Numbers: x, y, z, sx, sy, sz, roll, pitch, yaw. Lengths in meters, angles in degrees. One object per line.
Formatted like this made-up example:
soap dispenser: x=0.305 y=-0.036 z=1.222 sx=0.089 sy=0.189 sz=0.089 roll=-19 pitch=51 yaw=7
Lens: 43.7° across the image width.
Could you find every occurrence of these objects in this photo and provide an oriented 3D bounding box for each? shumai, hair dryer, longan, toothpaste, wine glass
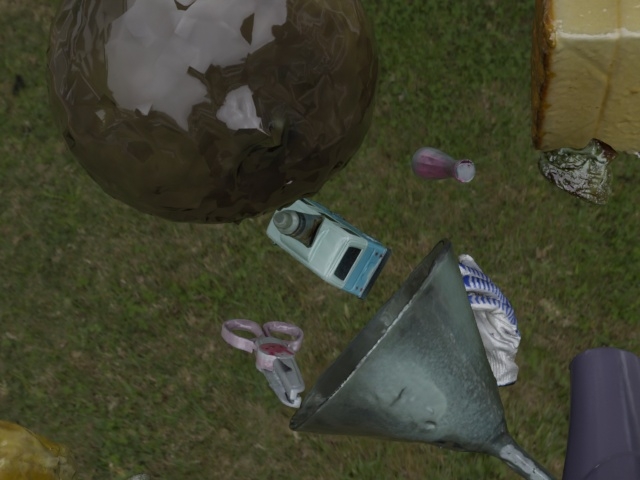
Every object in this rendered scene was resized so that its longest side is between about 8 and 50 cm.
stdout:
shumai: x=0.401 y=-0.117 z=1.221 sx=0.124 sy=0.099 sz=0.087 roll=30 pitch=118 yaw=9
hair dryer: x=0.240 y=0.125 z=0.510 sx=0.121 sy=0.361 sz=0.301 roll=12 pitch=44 yaw=2
longan: x=-0.123 y=-0.196 z=0.946 sx=0.392 sy=0.391 sz=0.390 roll=-4 pitch=65 yaw=8
toothpaste: x=-0.032 y=-0.023 z=1.257 sx=0.037 sy=0.216 sz=0.061 roll=28 pitch=92 yaw=15
wine glass: x=0.201 y=0.223 z=0.849 sx=0.406 sy=0.267 sz=0.267 roll=39 pitch=76 yaw=5

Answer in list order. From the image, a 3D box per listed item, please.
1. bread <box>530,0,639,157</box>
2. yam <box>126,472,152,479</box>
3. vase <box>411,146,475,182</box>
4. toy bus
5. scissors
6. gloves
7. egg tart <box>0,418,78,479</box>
bread: x=0.443 y=-0.318 z=1.266 sx=0.207 sy=0.279 sz=0.279 roll=3 pitch=56 yaw=13
yam: x=-0.363 y=0.538 z=1.623 sx=0.054 sy=0.054 sz=0.132 roll=-18 pitch=54 yaw=1
vase: x=0.311 y=-0.184 z=2.003 sx=0.086 sy=0.086 sz=0.214 roll=-38 pitch=21 yaw=-9
toy bus: x=0.000 y=0.000 z=1.726 sx=0.271 sy=0.165 sz=0.133 roll=35 pitch=99 yaw=44
scissors: x=-0.059 y=0.158 z=1.067 sx=0.118 sy=0.242 sz=0.030 roll=5 pitch=104 yaw=-18
gloves: x=0.264 y=0.131 z=1.306 sx=0.097 sy=0.119 sz=0.229 roll=-26 pitch=102 yaw=-41
egg tart: x=-0.316 y=0.259 z=0.619 sx=0.290 sy=0.290 sz=0.115 roll=-31 pitch=57 yaw=-6
